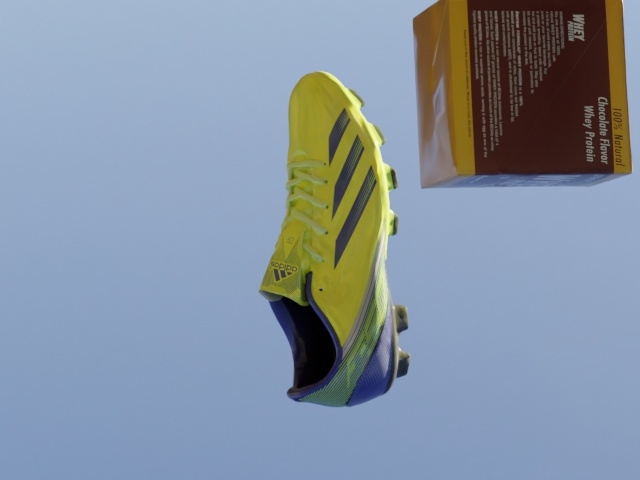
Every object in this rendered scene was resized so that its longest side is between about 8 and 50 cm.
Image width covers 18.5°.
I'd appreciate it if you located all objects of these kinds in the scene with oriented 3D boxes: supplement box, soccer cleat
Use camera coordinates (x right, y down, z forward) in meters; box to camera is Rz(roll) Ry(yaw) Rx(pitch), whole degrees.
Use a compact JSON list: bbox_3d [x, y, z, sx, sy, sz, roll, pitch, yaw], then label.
[{"bbox_3d":[0.212,-0.155,2.079,0.194,0.191,0.129,-1,175,-14],"label":"supplement box"},{"bbox_3d":[0.001,0.000,1.668,0.121,0.289,0.093,-9,-178,-27],"label":"soccer cleat"}]
